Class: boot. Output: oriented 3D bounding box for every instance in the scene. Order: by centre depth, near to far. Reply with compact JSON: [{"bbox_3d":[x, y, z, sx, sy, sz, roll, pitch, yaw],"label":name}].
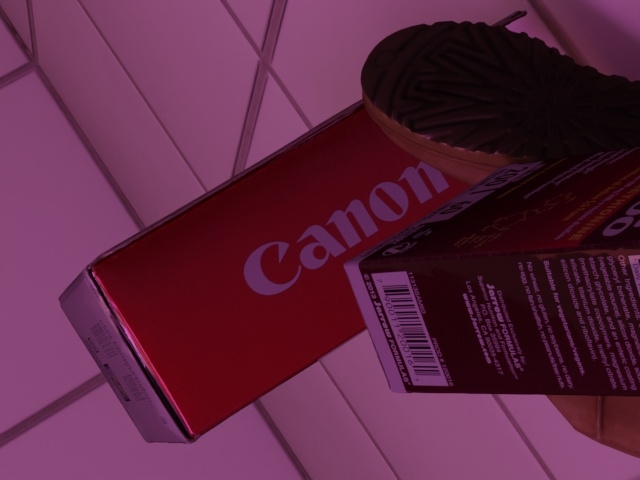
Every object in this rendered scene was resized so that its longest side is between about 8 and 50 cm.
[{"bbox_3d":[0.141,0.014,0.883,0.236,0.089,0.269,23,148,25],"label":"boot"}]

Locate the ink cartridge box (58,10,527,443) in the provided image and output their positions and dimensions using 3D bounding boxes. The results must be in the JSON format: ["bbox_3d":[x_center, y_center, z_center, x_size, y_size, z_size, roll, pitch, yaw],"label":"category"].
[{"bbox_3d":[0.000,0.000,0.982,0.130,0.309,0.272,58,165,-1],"label":"ink cartridge box"}]

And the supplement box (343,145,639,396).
[{"bbox_3d":[0.140,0.009,0.650,0.239,0.130,0.073,-6,110,49],"label":"supplement box"}]
